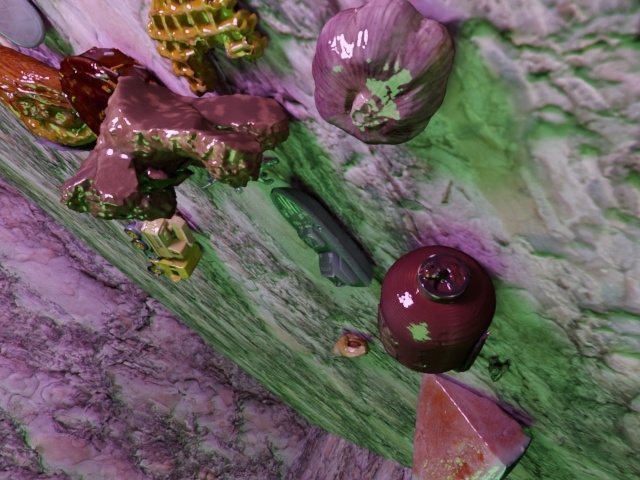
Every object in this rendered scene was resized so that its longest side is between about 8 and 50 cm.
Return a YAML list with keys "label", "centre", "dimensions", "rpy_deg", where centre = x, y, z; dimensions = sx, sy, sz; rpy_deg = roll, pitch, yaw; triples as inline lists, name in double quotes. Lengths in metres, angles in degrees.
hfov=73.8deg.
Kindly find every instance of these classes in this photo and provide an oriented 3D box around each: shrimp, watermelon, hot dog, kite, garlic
- label: "shrimp"
  centre: [0.361, 0.263, 0.875]
  dimensions: [0.038, 0.029, 0.092]
  rpy_deg: [32, 148, 22]
- label: "watermelon"
  centre: [0.340, 0.506, 1.057]
  dimensions: [0.292, 0.250, 0.283]
  rpy_deg: [31, 148, -1]
- label: "hot dog"
  centre: [-0.561, -0.291, 0.871]
  dimensions: [0.272, 0.122, 0.196]
  rpy_deg: [29, 159, 12]
- label: "kite"
  centre: [-0.507, -0.213, 0.959]
  dimensions: [0.245, 0.141, 0.015]
  rpy_deg: [16, 121, 17]
- label: "garlic"
  centre: [0.056, -0.161, 0.433]
  dimensions: [0.147, 0.102, 0.159]
  rpy_deg: [45, 150, -19]
- label: "hot dog"
  centre: [0.077, 0.291, 1.183]
  dimensions: [0.169, 0.078, 0.061]
  rpy_deg: [-31, 72, 60]

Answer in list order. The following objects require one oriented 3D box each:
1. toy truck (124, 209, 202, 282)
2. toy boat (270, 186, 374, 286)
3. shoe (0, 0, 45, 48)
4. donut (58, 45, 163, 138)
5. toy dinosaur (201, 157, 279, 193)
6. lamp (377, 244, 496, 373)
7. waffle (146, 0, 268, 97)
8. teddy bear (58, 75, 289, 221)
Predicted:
- label: "toy truck"
  centre: [-0.424, 0.006, 1.209]
  dimensions: [0.157, 0.124, 0.272]
  rpy_deg: [15, 146, 13]
- label: "toy boat"
  centre: [0.000, 0.000, 0.773]
  dimensions: [0.078, 0.085, 0.260]
  rpy_deg: [-6, 133, 52]
- label: "shoe"
  centre: [-0.568, -0.421, 0.741]
  dimensions: [0.195, 0.079, 0.078]
  rpy_deg: [37, -171, -24]
- label: "donut"
  centre: [-0.346, -0.234, 0.763]
  dimensions: [0.235, 0.089, 0.235]
  rpy_deg: [24, 150, 15]
- label: "toy dinosaur"
  centre: [-0.155, -0.128, 0.779]
  dimensions: [0.208, 0.039, 0.082]
  rpy_deg: [-11, 127, 40]
- label: "lamp"
  centre: [0.179, 0.113, 0.665]
  dimensions: [0.180, 0.180, 0.258]
  rpy_deg: [24, 153, 18]
- label: "waffle"
  centre: [-0.159, -0.263, 0.558]
  dimensions: [0.149, 0.051, 0.194]
  rpy_deg: [44, 151, -16]
- label: "teddy bear"
  centre: [-0.212, -0.101, 0.614]
  dimensions: [0.296, 0.246, 0.223]
  rpy_deg: [17, 126, 7]
